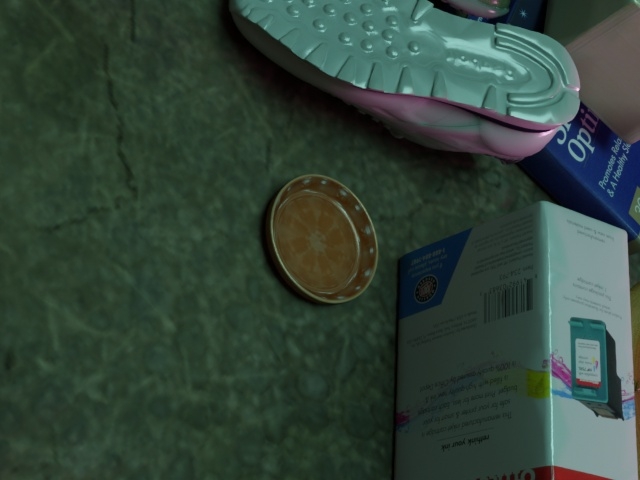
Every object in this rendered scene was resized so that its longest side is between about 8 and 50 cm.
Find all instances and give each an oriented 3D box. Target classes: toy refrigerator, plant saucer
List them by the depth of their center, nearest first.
[{"bbox_3d":[0.000,0.000,0.836,0.083,0.013,0.083,15,65,-34],"label":"plant saucer"},{"bbox_3d":[0.245,-0.210,1.020,0.102,0.094,0.269,39,42,-22],"label":"toy refrigerator"}]

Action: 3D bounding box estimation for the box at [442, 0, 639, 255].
[{"bbox_3d":[0.179,-0.107,1.005,0.225,0.036,0.136,40,53,-19],"label":"box"}]

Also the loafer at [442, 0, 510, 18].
[{"bbox_3d":[0.059,-0.258,0.910,0.251,0.087,0.094,47,19,-15],"label":"loafer"}]

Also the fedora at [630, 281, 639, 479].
[{"bbox_3d":[0.226,0.123,0.922,0.194,0.079,0.194,10,75,-41],"label":"fedora"}]

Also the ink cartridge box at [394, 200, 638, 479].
[{"bbox_3d":[0.115,0.108,0.808,0.078,0.134,0.231,18,64,-33],"label":"ink cartridge box"}]

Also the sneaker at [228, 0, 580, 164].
[{"bbox_3d":[0.047,-0.107,0.872,0.235,0.095,0.090,21,65,-9],"label":"sneaker"}]
